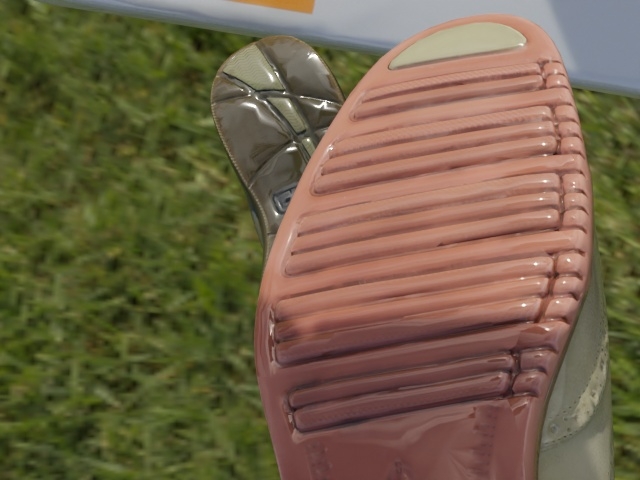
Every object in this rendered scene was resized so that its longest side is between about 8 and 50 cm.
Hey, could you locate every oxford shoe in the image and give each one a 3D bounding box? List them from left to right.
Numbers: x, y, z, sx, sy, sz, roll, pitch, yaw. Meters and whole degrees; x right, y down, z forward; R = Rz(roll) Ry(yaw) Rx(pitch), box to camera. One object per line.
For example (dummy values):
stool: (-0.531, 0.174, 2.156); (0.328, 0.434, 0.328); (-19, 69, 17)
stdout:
oxford shoe: (0.059, 0.091, 0.807); (0.140, 0.146, 0.397); (-6, 59, 25)

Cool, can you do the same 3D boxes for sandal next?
sandal: (0.000, 0.000, 0.986); (0.090, 0.060, 0.219); (-22, 68, 1)

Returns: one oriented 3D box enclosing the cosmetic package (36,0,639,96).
cosmetic package: (0.069, -0.217, 1.148); (0.453, 0.161, 0.230); (7, 96, -16)
